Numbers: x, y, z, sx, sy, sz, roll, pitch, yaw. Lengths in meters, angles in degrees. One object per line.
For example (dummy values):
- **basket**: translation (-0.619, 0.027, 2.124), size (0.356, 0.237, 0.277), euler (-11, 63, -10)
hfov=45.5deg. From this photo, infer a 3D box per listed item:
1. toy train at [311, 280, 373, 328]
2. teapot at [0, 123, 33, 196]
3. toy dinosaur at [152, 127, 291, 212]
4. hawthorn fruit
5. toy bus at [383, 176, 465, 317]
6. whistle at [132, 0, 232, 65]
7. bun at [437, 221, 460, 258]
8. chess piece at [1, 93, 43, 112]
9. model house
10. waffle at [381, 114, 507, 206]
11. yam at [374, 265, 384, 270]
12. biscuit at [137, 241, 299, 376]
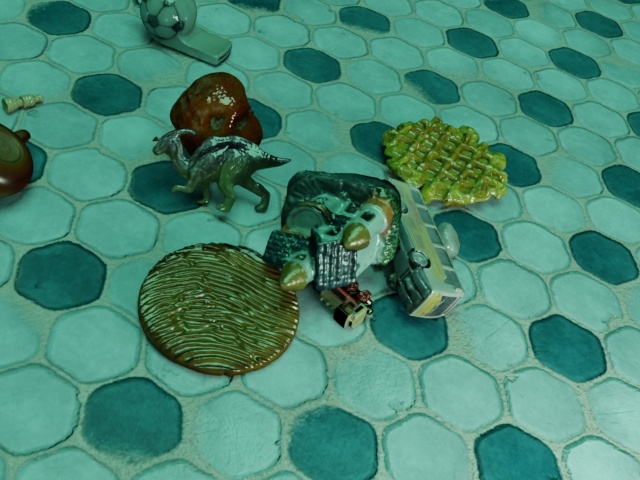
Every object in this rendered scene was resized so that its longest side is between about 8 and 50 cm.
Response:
- **toy train**: translation (0.042, 0.114, 1.558), size (0.087, 0.050, 0.138), euler (-33, 62, -33)
- **teapot**: translation (-0.683, -0.167, 1.575), size (0.178, 0.135, 0.252), euler (50, 24, -14)
- **toy dinosaur**: translation (-0.218, -0.150, 1.652), size (0.294, 0.162, 0.077), euler (6, 15, -11)
- **hawthorn fruit**: translation (-0.266, -0.262, 1.739), size (0.243, 0.207, 0.207), euler (-22, 54, -7)
- **toy bus**: translation (0.197, 0.014, 1.657), size (0.138, 0.097, 0.343), euler (14, 41, -33)
- **whistle**: translation (-0.374, -0.597, 2.041), size (0.289, 0.163, 0.163), euler (23, 45, 7)
- **bun**: translation (0.283, 0.001, 1.725), size (0.045, 0.083, 0.083), euler (-17, 40, 24)
- **chess piece**: translation (-0.690, -0.324, 1.777), size (0.092, 0.035, 0.035), euler (-24, 58, -37)
- **model house**: translation (0.000, 0.000, 1.505), size (0.253, 0.185, 0.291), euler (14, 34, 20)
- **waffle**: translation (0.315, -0.201, 1.924), size (0.324, 0.068, 0.302), euler (-4, 49, -22)
- **yam**: translation (0.093, -0.027, 1.720), size (0.029, 0.027, 0.234), euler (21, 34, -44)
- **biscuit**: translation (-0.195, 0.125, 1.487), size (0.317, 0.040, 0.318), euler (8, 46, -8)
